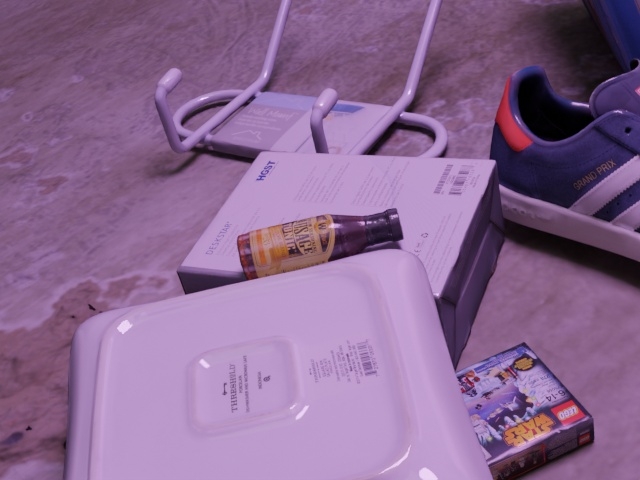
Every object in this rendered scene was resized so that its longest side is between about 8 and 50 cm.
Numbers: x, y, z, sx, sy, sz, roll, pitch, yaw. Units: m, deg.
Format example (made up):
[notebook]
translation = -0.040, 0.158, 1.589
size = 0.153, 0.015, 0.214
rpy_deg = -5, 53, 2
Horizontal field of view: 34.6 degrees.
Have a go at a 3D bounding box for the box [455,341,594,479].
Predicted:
[box]
translation = 0.115, 0.135, 0.747
size = 0.137, 0.027, 0.094
rpy_deg = -23, 38, -12

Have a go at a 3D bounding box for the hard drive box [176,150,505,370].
[hard drive box]
translation = 0.024, 0.010, 0.890
size = 0.232, 0.089, 0.181
rpy_deg = 6, 41, 24

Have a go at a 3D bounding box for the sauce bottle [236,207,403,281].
[sauce bottle]
translation = 0.000, 0.000, 0.803
size = 0.128, 0.042, 0.042
rpy_deg = -15, 36, 2

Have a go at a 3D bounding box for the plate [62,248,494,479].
[plate]
translation = -0.045, 0.107, 0.682
size = 0.278, 0.045, 0.277
rpy_deg = -13, 37, 1

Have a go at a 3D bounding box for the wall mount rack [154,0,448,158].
[wall mount rack]
translation = -0.005, -0.193, 1.136
size = 0.350, 0.130, 0.304
rpy_deg = 13, 44, 31

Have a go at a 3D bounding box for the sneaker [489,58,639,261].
[sneaker]
translation = 0.290, -0.063, 0.832
size = 0.350, 0.148, 0.131
rpy_deg = 16, 33, 34

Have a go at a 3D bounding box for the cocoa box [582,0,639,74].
[cocoa box]
translation = 0.371, -0.291, 1.017
size = 0.228, 0.231, 0.347
rpy_deg = -25, 34, 15
